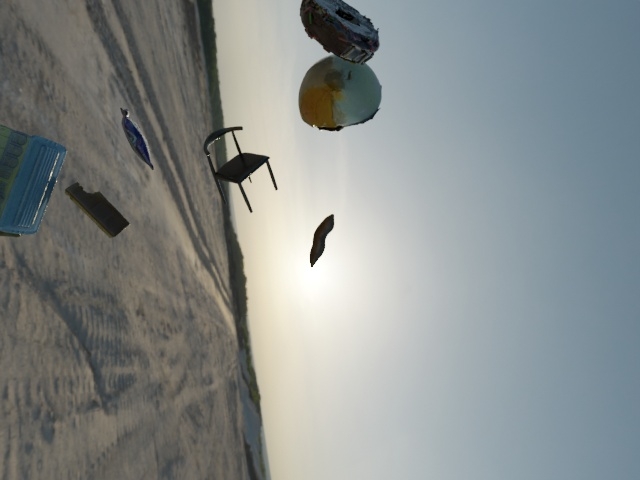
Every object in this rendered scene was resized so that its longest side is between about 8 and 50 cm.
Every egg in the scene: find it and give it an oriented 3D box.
[{"bbox_3d":[0.055,-0.560,1.485,0.201,0.337,0.337,68,3,-51],"label":"egg"}]

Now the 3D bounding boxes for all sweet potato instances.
[{"bbox_3d":[-0.002,-0.001,1.509,0.065,0.051,0.218,13,-104,42],"label":"sweet potato"}]

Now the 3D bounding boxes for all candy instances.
[{"bbox_3d":[-0.768,-0.422,1.733,0.145,0.070,0.275,31,-37,60],"label":"candy"}]

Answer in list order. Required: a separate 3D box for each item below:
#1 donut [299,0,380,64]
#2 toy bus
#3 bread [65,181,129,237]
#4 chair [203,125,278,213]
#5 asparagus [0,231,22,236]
[{"bbox_3d":[0.056,-0.618,1.204,0.103,0.269,0.270,-52,-138,39],"label":"donut"},{"bbox_3d":[-0.972,-0.193,1.310,0.152,0.190,0.312,34,75,-83],"label":"toy bus"},{"bbox_3d":[-0.805,-0.116,1.494,0.049,0.088,0.226,-11,-57,44],"label":"bread"},{"bbox_3d":[-0.293,-0.262,1.508,0.166,0.188,0.272,17,-39,34],"label":"chair"},{"bbox_3d":[-1.163,-0.055,1.380,0.082,0.343,0.085,-47,-127,35],"label":"asparagus"}]
